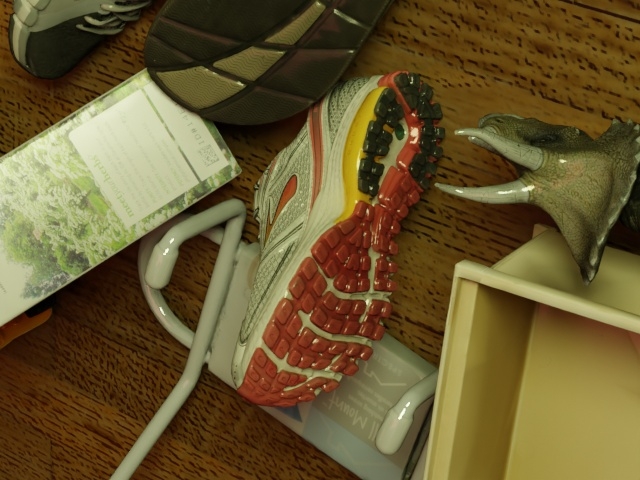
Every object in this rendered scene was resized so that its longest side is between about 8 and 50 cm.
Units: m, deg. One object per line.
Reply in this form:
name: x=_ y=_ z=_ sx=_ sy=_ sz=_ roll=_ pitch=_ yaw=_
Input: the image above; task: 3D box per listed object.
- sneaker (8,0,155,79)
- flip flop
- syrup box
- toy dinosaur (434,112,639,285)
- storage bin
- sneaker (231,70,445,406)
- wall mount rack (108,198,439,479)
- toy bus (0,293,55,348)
sneaker: x=-0.119 y=-0.164 z=1.094 sx=0.132 sy=0.086 sz=0.229 roll=43 pitch=129 yaw=11
flip flop: x=0.000 y=-0.179 z=1.000 sx=0.112 sy=0.080 sz=0.277 roll=36 pitch=116 yaw=-12
syrup box: x=-0.178 y=-0.022 z=1.095 sx=0.093 sy=0.237 sz=0.096 roll=58 pitch=173 yaw=-7
toy dinosaur: x=0.233 y=-0.034 z=0.832 sx=0.313 sy=0.160 sz=0.121 roll=-3 pitch=108 yaw=39
storage bin: x=0.200 y=0.152 z=0.934 sx=0.262 sy=0.123 sz=0.260 roll=17 pitch=113 yaw=23
sneaker: x=0.000 y=0.000 z=1.023 sx=0.093 sy=0.225 sz=0.088 roll=5 pitch=154 yaw=44
wall mount rack: x=-0.041 y=0.150 z=1.146 sx=0.350 sy=0.130 sz=0.304 roll=34 pitch=127 yaw=22
toy bus: x=-0.316 y=-0.028 z=1.261 sx=0.220 sy=0.149 sz=0.211 roll=73 pitch=172 yaw=-60
